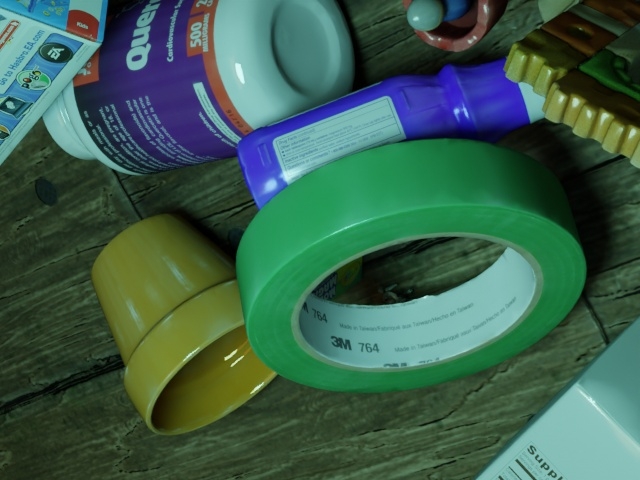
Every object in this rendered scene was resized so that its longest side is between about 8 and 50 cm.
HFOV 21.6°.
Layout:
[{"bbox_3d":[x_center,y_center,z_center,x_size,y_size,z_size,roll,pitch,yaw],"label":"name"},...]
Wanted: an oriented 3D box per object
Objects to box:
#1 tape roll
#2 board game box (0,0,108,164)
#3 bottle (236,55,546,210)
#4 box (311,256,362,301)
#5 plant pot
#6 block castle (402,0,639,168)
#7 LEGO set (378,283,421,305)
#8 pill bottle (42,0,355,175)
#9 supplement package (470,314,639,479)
[{"bbox_3d":[0.083,0.031,1.571,0.321,0.321,0.077,-48,43,43],"label":"tape roll"},{"bbox_3d":[-0.409,-0.204,1.661,0.302,0.086,0.308,19,147,-25],"label":"board game box"},{"bbox_3d":[0.069,-0.095,1.556,0.118,0.283,0.092,65,-175,-64],"label":"bottle"},{"bbox_3d":[0.000,0.000,1.745,0.043,0.105,0.179,21,126,30],"label":"box"},{"bbox_3d":[-0.153,0.079,1.859,0.188,0.205,0.205,52,135,23],"label":"plant pot"},{"bbox_3d":[0.296,-0.212,1.328,0.453,0.213,0.303,30,129,21],"label":"block castle"},{"bbox_3d":[0.091,0.075,1.773,0.083,0.023,0.054,20,125,28],"label":"LEGO set"},{"bbox_3d":[-0.135,-0.166,1.705,0.323,0.181,0.181,-9,108,40],"label":"pill bottle"},{"bbox_3d":[0.266,0.234,1.620,0.175,0.177,0.293,45,132,9],"label":"supplement package"}]
